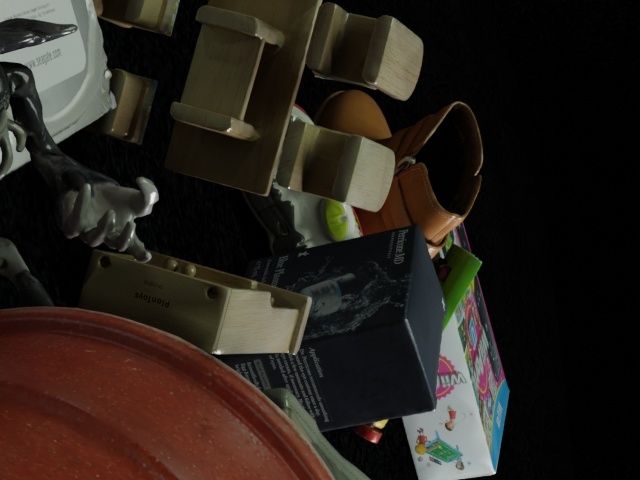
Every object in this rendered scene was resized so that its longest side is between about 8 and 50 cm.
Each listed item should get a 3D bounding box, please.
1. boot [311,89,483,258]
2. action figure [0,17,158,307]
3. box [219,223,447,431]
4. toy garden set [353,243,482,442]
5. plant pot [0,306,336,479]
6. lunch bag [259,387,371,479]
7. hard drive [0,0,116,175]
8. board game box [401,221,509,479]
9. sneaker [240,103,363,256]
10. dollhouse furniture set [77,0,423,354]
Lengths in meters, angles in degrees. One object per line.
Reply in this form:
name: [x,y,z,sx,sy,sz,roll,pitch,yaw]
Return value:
boot: [0.068,-0.075,1.599,0.220,0.109,0.283,128,-27,-49]
action figure: [-0.158,-0.001,0.775,0.141,0.164,0.275,28,-44,53]
box: [0.014,0.075,1.377,0.156,0.158,0.093,-77,152,-60]
toy garden set: [0.086,0.092,1.692,0.203,0.049,0.244,-61,179,2]
plant pot: [-0.144,0.176,0.533,0.265,0.272,0.272,-19,97,-67]
lunch bag: [-0.030,0.259,1.044,0.287,0.169,0.235,51,30,-52]
hard drive: [-0.213,-0.207,0.919,0.237,0.064,0.339,-53,129,-72]
board game box: [0.134,0.095,1.956,0.224,0.098,0.303,-65,142,-67]
sneaker: [0.000,0.000,1.509,0.118,0.107,0.279,-89,166,-71]
dollhouse furniture set: [-0.057,-0.053,1.124,0.161,0.212,0.242,12,94,-73]
